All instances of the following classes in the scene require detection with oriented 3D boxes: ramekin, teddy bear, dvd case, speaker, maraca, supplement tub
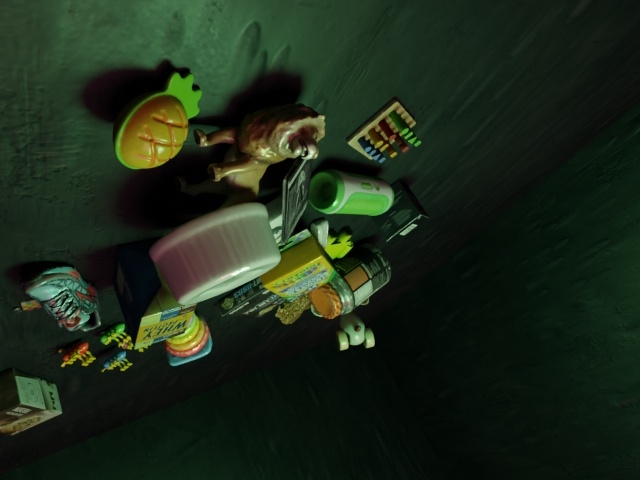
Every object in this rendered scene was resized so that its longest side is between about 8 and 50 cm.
[{"bbox_3d":[-0.224,0.037,0.974,0.277,0.135,0.277,-24,173,-3],"label":"ramekin"},{"bbox_3d":[-0.067,0.236,1.982,0.338,0.113,0.245,-49,160,25],"label":"teddy bear"},{"bbox_3d":[-0.059,-0.116,1.075,0.221,0.018,0.165,99,13,-49],"label":"dvd case"},{"bbox_3d":[0.097,-0.137,1.279,0.296,0.131,0.131,-2,146,-51],"label":"speaker"},{"bbox_3d":[-0.266,-0.197,0.719,0.186,0.099,0.127,-53,168,-12],"label":"maraca"},{"bbox_3d":[0.121,0.170,1.813,0.338,0.207,0.207,-31,163,-34],"label":"supplement tub"}]

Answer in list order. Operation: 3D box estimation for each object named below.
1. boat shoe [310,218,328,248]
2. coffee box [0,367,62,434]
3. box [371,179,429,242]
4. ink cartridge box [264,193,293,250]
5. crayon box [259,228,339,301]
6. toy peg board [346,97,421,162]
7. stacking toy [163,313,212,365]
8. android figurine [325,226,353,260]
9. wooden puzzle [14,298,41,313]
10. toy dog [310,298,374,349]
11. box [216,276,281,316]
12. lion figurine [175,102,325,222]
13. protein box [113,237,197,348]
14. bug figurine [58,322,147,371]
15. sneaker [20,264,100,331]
[{"bbox_3d":[0.000,0.000,1.521,0.063,0.066,0.184,-27,134,-27],"label":"boat shoe"},{"bbox_3d":[-0.989,0.525,1.392,0.168,0.119,0.297,-21,158,-18],"label":"coffee box"},{"bbox_3d":[0.273,-0.101,1.541,0.156,0.158,0.093,-39,156,25],"label":"box"},{"bbox_3d":[-0.180,0.003,1.261,0.239,0.060,0.275,-37,164,-27],"label":"ink cartridge box"},{"bbox_3d":[-0.072,0.092,1.391,0.203,0.083,0.323,-28,157,5],"label":"crayon box"},{"bbox_3d":[0.179,-0.267,1.151,0.160,0.079,0.161,-38,157,20],"label":"toy peg board"},{"bbox_3d":[-0.487,0.281,1.490,0.165,0.175,0.302,-18,143,-14],"label":"stacking toy"},{"bbox_3d":[0.011,0.049,1.695,0.248,0.056,0.273,-8,149,-44],"label":"android figurine"},{"bbox_3d":[-0.708,0.157,1.071,0.083,0.006,0.049,-15,155,-33],"label":"wooden puzzle"},{"bbox_3d":[0.121,0.315,1.879,0.220,0.334,0.161,-25,150,-25],"label":"toy dog"},{"bbox_3d":[-0.214,0.213,1.747,0.295,0.073,0.293,-33,161,14],"label":"box"},{"bbox_3d":[-0.166,-0.151,0.937,0.240,0.142,0.392,-23,174,-38],"label":"lion figurine"},{"bbox_3d":[-0.429,0.134,1.110,0.135,0.200,0.201,-14,155,-35],"label":"protein box"},{"bbox_3d":[-0.707,0.359,1.448,0.216,0.072,0.279,-35,155,-3],"label":"bug figurine"},{"bbox_3d":[-0.593,0.147,1.031,0.104,0.125,0.262,-27,159,-8],"label":"sneaker"}]
